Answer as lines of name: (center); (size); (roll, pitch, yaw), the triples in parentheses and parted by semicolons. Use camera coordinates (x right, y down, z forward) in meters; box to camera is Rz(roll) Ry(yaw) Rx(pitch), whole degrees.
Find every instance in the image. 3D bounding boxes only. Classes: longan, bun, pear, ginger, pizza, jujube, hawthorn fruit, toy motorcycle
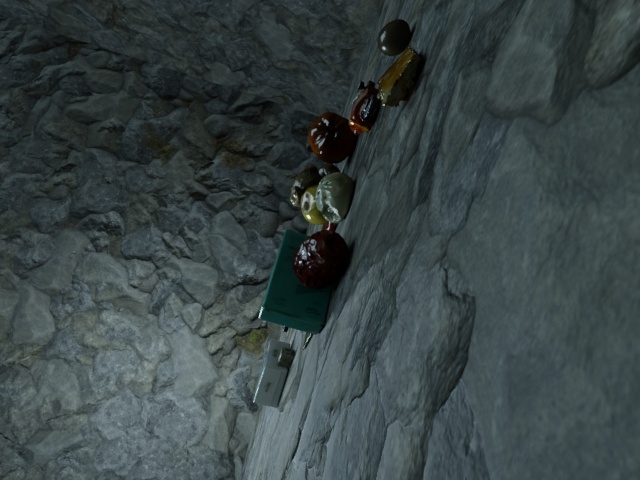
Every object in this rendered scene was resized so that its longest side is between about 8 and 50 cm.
longan: (0.227, -0.617, 1.353); (0.113, 0.092, 0.113); (-32, -21, -14)
bun: (0.045, -0.157, 1.645); (0.178, 0.128, 0.193); (114, 169, -47)
pear: (-0.002, -0.149, 1.895); (0.178, 0.178, 0.177); (-164, 90, -85)
ginger: (-0.032, -0.241, 2.092); (0.375, 0.176, 0.256); (-18, -56, -62)
pizza: (0.200, -0.391, 1.087); (0.147, 0.069, 0.226); (-48, 19, 22)
jujube: (0.003, 0.056, 1.336); (0.230, 0.155, 0.155); (132, 155, -59)
hawthorn fruit: (0.056, -0.455, 2.059); (0.261, 0.224, 0.224); (65, -141, -73)
toy motorcycle: (0.161, -0.489, 1.641); (0.298, 0.089, 0.171); (-81, 8, -58)

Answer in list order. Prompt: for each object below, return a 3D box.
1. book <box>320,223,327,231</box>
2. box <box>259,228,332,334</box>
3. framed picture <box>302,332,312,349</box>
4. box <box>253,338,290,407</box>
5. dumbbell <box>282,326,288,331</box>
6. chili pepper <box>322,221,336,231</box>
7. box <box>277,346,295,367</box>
book: (-0.001, 0.000, 2.094); (0.231, 0.026, 0.157); (105, 180, -81)
box: (-0.066, 0.136, 1.473); (0.118, 0.205, 0.311); (111, 173, -57)
framed picture: (-0.022, 0.277, 1.621); (0.231, 0.010, 0.173); (112, 172, -49)
box: (-0.229, 0.631, 2.139); (0.274, 0.116, 0.203); (-94, 20, -75)
dumbbell: (-0.105, 0.235, 1.911); (0.143, 0.143, 0.325); (157, 129, -83)
chili pepper: (0.034, -0.040, 1.853); (0.059, 0.050, 0.268); (-27, -16, -25)
box: (-0.154, 0.523, 1.981); (0.045, 0.062, 0.098); (-82, 11, -51)
